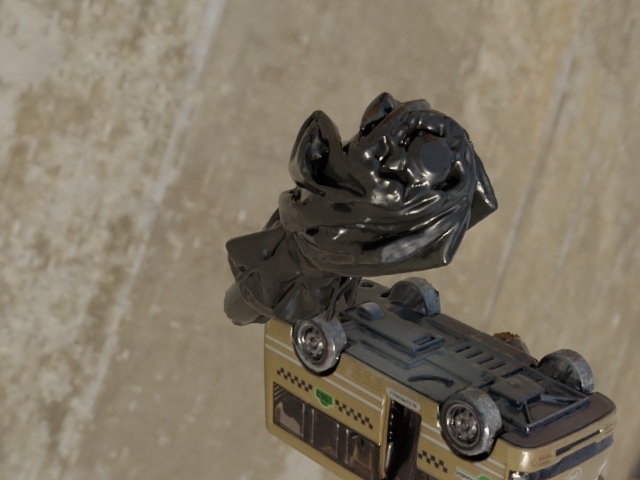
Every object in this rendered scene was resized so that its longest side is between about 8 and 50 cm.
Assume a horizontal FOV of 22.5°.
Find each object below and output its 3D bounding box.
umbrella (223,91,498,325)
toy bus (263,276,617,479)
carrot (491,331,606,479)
[{"bbox_3d":[0.000,0.000,1.034,0.118,0.118,0.340,-64,-170,-23],"label":"umbrella"},{"bbox_3d":[0.088,0.143,1.297,0.139,0.290,0.157,-19,123,-42],"label":"toy bus"},{"bbox_3d":[0.212,0.199,1.421,0.070,0.260,0.070,-28,175,-3],"label":"carrot"}]
